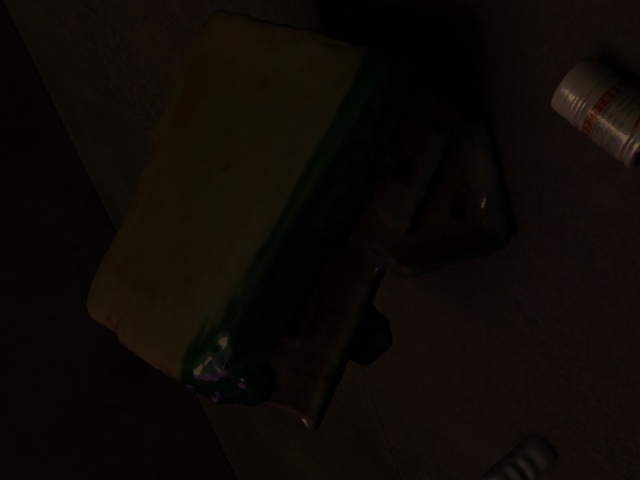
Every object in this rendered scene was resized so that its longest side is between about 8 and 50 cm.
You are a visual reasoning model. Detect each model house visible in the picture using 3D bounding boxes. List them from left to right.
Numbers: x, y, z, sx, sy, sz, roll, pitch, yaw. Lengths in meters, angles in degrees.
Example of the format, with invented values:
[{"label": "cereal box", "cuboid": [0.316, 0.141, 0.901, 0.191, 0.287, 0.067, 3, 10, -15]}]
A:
[{"label": "model house", "cuboid": [0.000, 0.000, 1.053, 0.343, 0.382, 0.335, 28, 179, -42]}]

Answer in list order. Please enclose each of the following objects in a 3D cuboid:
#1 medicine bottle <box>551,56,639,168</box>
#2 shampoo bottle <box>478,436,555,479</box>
[{"label": "medicine bottle", "cuboid": [0.244, -0.107, 0.810, 0.089, 0.057, 0.057, 45, 155, 23]}, {"label": "shampoo bottle", "cuboid": [0.236, 0.320, 1.269, 0.045, 0.152, 0.077, 52, 157, 3]}]
